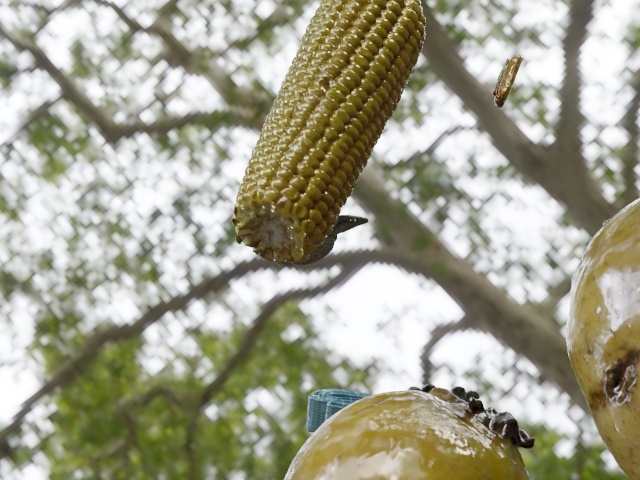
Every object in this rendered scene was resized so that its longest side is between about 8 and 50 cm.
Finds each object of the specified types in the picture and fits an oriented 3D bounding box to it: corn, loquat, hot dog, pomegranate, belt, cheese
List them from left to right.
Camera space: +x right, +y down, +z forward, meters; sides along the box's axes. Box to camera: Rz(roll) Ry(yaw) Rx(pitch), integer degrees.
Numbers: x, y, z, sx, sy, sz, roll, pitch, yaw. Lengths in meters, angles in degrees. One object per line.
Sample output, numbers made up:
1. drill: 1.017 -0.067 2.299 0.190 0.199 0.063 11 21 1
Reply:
1. cheese: 0.000 0.000 2.117 0.120 0.026 0.067 -36 -25 31
2. corn: 0.015 -0.155 1.993 0.144 0.143 0.387 81 -151 -60
3. belt: 0.077 0.189 1.835 0.100 0.179 0.065 -59 -23 -68
4. loquat: 0.084 0.235 1.512 0.244 0.244 0.244 -33 -27 -19
5. hot dog: 0.226 -0.196 2.068 0.037 0.021 0.083 112 -179 -47
6. pomegranate: 0.330 0.083 1.336 0.281 0.281 0.281 -33 -27 -19
